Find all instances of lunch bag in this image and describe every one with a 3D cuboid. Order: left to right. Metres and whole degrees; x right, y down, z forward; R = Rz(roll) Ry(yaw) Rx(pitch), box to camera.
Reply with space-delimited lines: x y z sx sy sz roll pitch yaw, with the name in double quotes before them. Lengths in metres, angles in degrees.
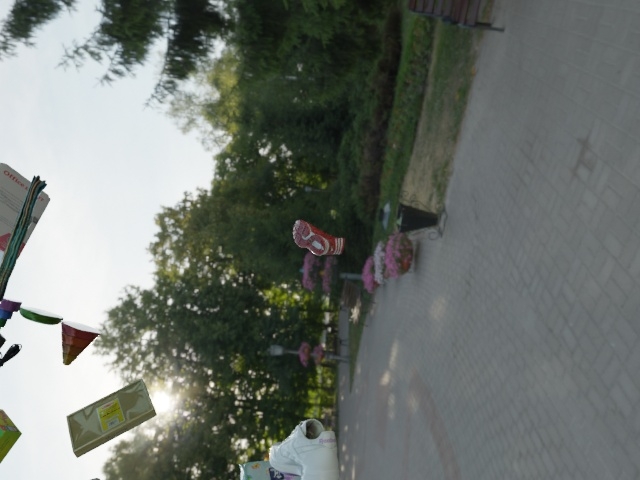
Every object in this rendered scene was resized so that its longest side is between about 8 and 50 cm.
"lunch bag" -0.158 0.824 1.600 0.262 0.223 0.160 124 144 -66

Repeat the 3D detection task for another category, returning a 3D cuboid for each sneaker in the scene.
"sneaker" -0.039 0.546 1.250 0.305 0.114 0.152 -23 61 55
"sneaker" 0.000 0.000 1.646 0.221 0.128 0.087 44 117 49

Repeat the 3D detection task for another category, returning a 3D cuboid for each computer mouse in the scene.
"computer mouse" -1.147 0.374 1.588 0.184 0.060 0.262 -56 -18 -29

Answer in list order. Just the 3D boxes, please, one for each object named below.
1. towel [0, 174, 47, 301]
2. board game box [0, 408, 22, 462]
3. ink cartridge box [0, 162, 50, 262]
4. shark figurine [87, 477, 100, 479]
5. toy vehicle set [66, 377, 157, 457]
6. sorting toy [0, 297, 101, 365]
"towel" -0.826 0.039 1.267 0.271 0.040 0.370 -35 46 43
"board game box" -0.696 0.442 0.951 0.181 0.092 0.043 -57 -31 -12
"ink cartridge box" -1.086 -0.089 1.606 0.207 0.117 0.283 51 -148 -43
"shark figurine" -0.562 0.507 0.866 0.116 0.278 0.166 169 110 -72
"toy vehicle set" -0.709 0.595 1.607 0.166 0.266 0.035 41 148 47
"sorting toy" -0.867 0.287 1.471 0.127 0.365 0.126 54 -128 -74
